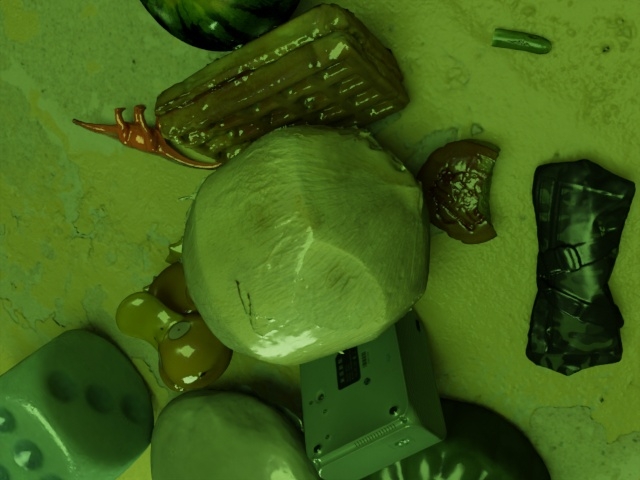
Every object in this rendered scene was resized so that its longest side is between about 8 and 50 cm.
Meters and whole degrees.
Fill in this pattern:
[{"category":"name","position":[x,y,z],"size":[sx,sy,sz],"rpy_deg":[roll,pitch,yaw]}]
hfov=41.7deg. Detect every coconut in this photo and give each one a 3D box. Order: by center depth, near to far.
[{"category":"coconut","position":[0.000,0.000,1.222],"size":[0.360,0.346,0.346],"rpy_deg":[-24,97,25]}]

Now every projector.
[{"category":"projector","position":[0.070,0.231,1.318],"size":[0.198,0.250,0.108],"rpy_deg":[-32,131,25]}]

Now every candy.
[{"category":"candy","position":[-0.138,0.438,1.438],"size":[0.427,0.186,0.386],"rpy_deg":[-25,92,46]}]

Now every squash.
[{"category":"squash","position":[0.289,-0.284,1.204],"size":[0.083,0.027,0.027],"rpy_deg":[13,110,14]}]

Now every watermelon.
[{"category":"watermelon","position":[-0.139,-0.402,1.197],"size":[0.269,0.269,0.269],"rpy_deg":[6,108,18]}]

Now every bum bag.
[{"category":"bum bag","position":[0.380,0.047,1.241],"size":[0.144,0.095,0.340],"rpy_deg":[9,108,32]}]

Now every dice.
[{"category":"dice","position":[-0.488,0.342,1.538],"size":[0.265,0.262,0.268],"rpy_deg":[-33,93,24]}]

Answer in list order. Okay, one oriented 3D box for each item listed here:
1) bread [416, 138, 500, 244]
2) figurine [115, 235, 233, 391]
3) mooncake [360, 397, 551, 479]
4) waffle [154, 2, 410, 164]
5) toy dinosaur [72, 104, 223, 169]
[{"category":"bread","position":[0.207,-0.076,1.264],"size":[0.125,0.086,0.156],"rpy_deg":[3,106,20]},{"category":"figurine","position":[-0.224,0.129,1.406],"size":[0.215,0.228,0.215],"rpy_deg":[5,114,10]},{"category":"mooncake","position":[0.202,0.434,1.373],"size":[0.351,0.187,0.351],"rpy_deg":[7,109,20]},{"category":"waffle","position":[-0.056,-0.211,1.244],"size":[0.328,0.224,0.098],"rpy_deg":[-22,66,23]},{"category":"toy dinosaur","position":[-0.284,-0.181,1.424],"size":[0.280,0.055,0.101],"rpy_deg":[11,119,14]}]
